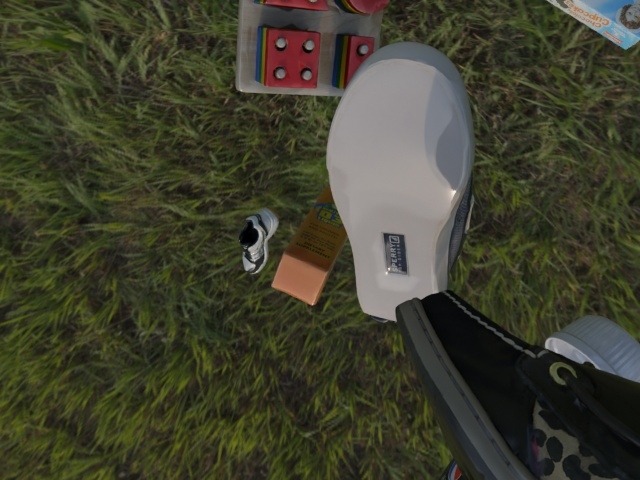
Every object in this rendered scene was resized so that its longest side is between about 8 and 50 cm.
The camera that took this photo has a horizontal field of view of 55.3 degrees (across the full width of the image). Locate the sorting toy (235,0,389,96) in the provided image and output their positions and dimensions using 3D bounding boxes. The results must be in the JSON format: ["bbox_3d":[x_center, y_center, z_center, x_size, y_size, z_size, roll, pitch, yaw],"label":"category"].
[{"bbox_3d":[0.000,-0.368,1.012,0.257,0.089,0.256,-4,111,-24],"label":"sorting toy"}]

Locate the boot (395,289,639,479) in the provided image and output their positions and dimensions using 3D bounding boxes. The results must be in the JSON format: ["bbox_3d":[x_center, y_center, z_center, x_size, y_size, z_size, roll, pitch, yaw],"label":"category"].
[{"bbox_3d":[0.226,0.095,0.336,0.284,0.377,0.138,-31,118,-3],"label":"boot"}]

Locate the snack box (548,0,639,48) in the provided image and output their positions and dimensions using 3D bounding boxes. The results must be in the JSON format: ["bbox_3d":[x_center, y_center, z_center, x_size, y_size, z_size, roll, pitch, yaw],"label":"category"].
[{"bbox_3d":[0.481,-0.516,1.113,0.321,0.060,0.187,33,87,2],"label":"snack box"}]

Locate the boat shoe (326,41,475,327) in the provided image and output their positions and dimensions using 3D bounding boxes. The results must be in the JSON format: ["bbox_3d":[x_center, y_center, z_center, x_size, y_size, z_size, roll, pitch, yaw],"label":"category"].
[{"bbox_3d":[0.091,-0.066,0.603,0.127,0.158,0.341,12,140,14],"label":"boat shoe"}]

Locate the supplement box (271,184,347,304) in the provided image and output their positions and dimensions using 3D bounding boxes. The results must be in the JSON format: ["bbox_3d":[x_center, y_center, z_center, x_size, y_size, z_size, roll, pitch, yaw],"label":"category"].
[{"bbox_3d":[0.000,0.000,1.000,0.078,0.233,0.080,23,124,3],"label":"supplement box"}]

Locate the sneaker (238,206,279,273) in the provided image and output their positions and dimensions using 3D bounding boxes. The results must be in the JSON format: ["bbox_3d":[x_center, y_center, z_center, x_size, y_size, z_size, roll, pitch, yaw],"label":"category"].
[{"bbox_3d":[-0.071,0.003,0.622,0.032,0.037,0.083,37,130,24],"label":"sneaker"}]

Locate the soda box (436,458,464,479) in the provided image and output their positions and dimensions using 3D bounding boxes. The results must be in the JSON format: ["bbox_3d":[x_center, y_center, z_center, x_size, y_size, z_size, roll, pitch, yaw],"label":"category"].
[{"bbox_3d":[0.130,0.238,0.539,0.060,0.053,0.169,31,105,1],"label":"soda box"}]

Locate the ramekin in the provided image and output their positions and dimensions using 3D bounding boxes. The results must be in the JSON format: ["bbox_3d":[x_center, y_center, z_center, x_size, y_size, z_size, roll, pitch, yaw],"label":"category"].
[{"bbox_3d":[0.589,0.254,1.287,0.109,0.207,0.207,-36,106,-10],"label":"ramekin"}]
